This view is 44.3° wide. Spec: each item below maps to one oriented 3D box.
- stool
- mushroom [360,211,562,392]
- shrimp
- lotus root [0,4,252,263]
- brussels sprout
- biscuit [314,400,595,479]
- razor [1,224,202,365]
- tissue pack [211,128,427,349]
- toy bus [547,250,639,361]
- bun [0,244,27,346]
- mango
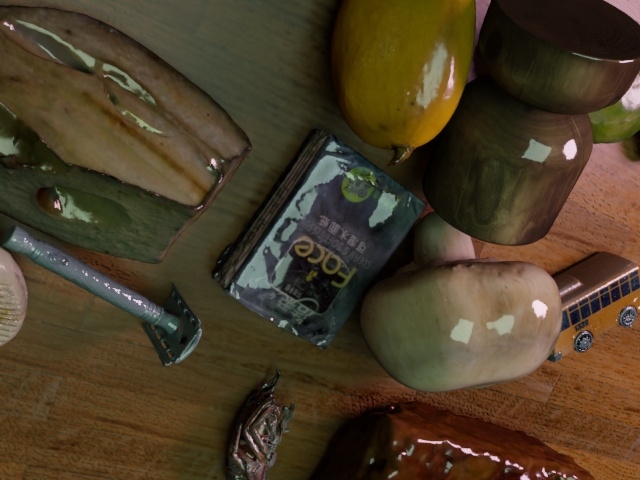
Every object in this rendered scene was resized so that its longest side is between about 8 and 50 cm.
[{"bbox_3d":[0.242,-0.146,0.930,0.179,0.179,0.264,-3,135,-22],"label":"stool"},{"bbox_3d":[0.177,0.075,1.017,0.260,0.254,0.234,26,55,-64],"label":"mushroom"},{"bbox_3d":[-0.081,0.259,1.051,0.073,0.075,0.190,17,91,5],"label":"shrimp"},{"bbox_3d":[-0.244,-0.102,0.826,0.314,0.142,0.210,32,56,-24],"label":"lotus root"},{"bbox_3d":[0.366,-0.210,1.031,0.181,0.144,0.161,2,117,-15],"label":"brussels sprout"},{"bbox_3d":[0.169,0.422,1.156,0.395,0.166,0.342,22,100,-26],"label":"biscuit"},{"bbox_3d":[-0.245,0.051,0.873,0.232,0.106,0.068,35,91,-34],"label":"razor"},{"bbox_3d":[0.000,0.000,0.989,0.173,0.073,0.235,35,92,-28],"label":"tissue pack"},{"bbox_3d":[0.388,0.096,1.178,0.182,0.091,0.103,-25,114,-15],"label":"toy bus"},{"bbox_3d":[-0.405,0.060,0.823,0.183,0.102,0.183,-25,142,-21],"label":"bun"},{"bbox_3d":[0.094,-0.239,0.893,0.119,0.176,0.317,11,88,-46],"label":"mango"}]
